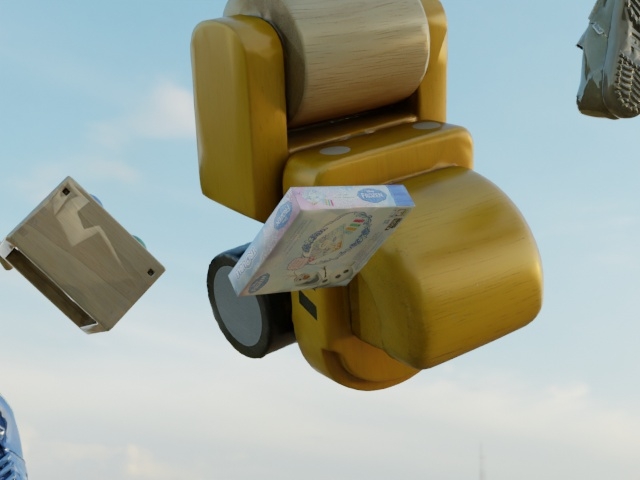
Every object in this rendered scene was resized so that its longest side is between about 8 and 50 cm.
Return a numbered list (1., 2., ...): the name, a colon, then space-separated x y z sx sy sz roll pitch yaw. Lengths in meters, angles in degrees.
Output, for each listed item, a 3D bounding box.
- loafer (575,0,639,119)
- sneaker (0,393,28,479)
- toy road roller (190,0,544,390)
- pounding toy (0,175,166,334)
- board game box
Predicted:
1. loafer: 0.217 -0.151 0.740 0.056 0.148 0.050 36 -30 -28
2. sneaker: -0.229 0.181 0.731 0.058 0.152 0.084 -15 20 -37
3. toy road roller: 0.048 -0.040 0.791 0.202 0.330 0.240 -18 25 -34
4. pounding toy: -0.270 -0.009 0.998 0.206 0.094 0.181 45 -20 -11
5. board game box: 0.000 0.000 0.632 0.090 0.020 0.090 -4 -34 -39
